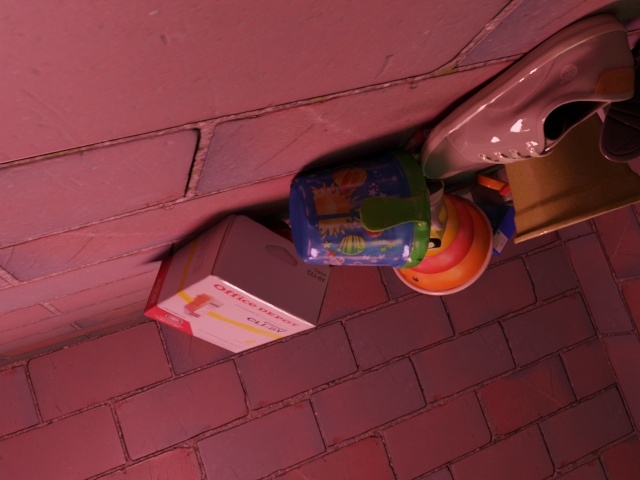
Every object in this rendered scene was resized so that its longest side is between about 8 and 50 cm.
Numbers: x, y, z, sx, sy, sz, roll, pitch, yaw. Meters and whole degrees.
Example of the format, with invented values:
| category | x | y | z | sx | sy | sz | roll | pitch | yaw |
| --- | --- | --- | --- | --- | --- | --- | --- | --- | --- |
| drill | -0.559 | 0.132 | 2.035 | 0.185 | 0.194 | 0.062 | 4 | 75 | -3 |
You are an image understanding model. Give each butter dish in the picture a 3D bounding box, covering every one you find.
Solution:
| category | x | y | z | sx | sy | sz | roll | pitch | yaw |
| --- | --- | --- | --- | --- | --- | --- | --- | --- | --- |
| butter dish | -0.119 | 0.006 | 1.491 | 0.160 | 0.118 | 0.160 | -13 | 136 | 15 |

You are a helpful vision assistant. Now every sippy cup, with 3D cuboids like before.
| category | x | y | z | sx | sy | sz | roll | pitch | yaw |
| --- | --- | --- | --- | --- | --- | --- | --- | --- | --- |
| sippy cup | 0.062 | -0.049 | 1.138 | 0.224 | 0.240 | 0.305 | -7 | 148 | -15 |

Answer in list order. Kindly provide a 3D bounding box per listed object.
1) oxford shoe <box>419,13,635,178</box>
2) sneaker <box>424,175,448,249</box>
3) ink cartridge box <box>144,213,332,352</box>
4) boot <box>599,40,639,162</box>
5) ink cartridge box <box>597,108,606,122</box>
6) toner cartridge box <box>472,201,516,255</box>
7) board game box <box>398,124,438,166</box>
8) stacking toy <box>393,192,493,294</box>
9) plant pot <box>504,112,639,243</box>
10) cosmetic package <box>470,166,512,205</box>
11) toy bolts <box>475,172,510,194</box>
| category | x | y | z | sx | sy | sz | roll | pitch | yaw |
| --- | --- | --- | --- | --- | --- | --- | --- | --- | --- |
| oxford shoe | 0.311 | -0.182 | 0.972 | 0.169 | 0.130 | 0.449 | -16 | 170 | -29 |
| sneaker | 0.215 | -0.071 | 1.383 | 0.145 | 0.147 | 0.384 | -8 | -171 | 10 |
| ink cartridge box | -0.203 | 0.118 | 1.405 | 0.279 | 0.160 | 0.385 | 29 | 147 | -25 |
| boot | 0.505 | -0.231 | 0.942 | 0.085 | 0.236 | 0.178 | 22 | -170 | 14 |
| ink cartridge box | 0.659 | -0.271 | 1.558 | 0.175 | 0.072 | 0.127 | -21 | 173 | 23 |
| toner cartridge box | 0.526 | -0.051 | 2.127 | 0.165 | 0.075 | 0.348 | -54 | -151 | -14 |
| board game box | 0.219 | -0.184 | 1.230 | 0.145 | 0.027 | 0.281 | -16 | 173 | -13 |
| stacking toy | 0.315 | -0.049 | 1.813 | 0.351 | 0.350 | 0.480 | -21 | 154 | 18 |
| plant pot | 0.483 | -0.158 | 1.203 | 0.276 | 0.254 | 0.276 | -18 | 173 | -2 |
| cosmetic package | 0.662 | -0.185 | 2.112 | 0.160 | 0.113 | 0.309 | -18 | 174 | -7 |
| toy bolts | 0.592 | -0.215 | 1.795 | 0.218 | 0.158 | 0.228 | 20 | -165 | 13 |
